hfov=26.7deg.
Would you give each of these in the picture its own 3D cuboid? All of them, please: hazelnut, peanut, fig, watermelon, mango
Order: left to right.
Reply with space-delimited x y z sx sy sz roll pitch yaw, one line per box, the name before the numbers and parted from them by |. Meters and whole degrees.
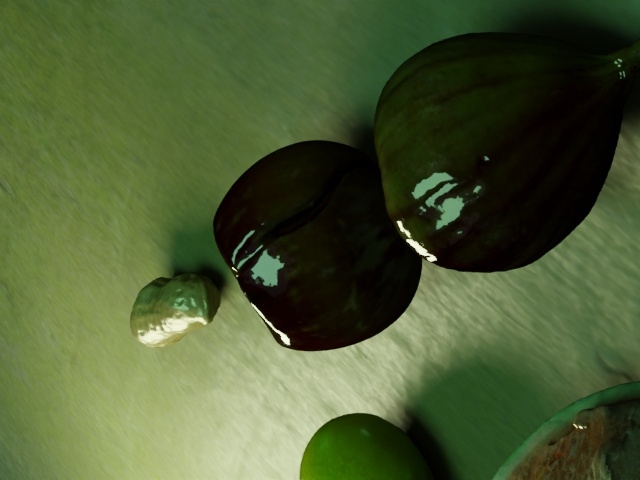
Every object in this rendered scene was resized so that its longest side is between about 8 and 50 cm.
peanut | -0.210 0.100 1.911 0.214 0.099 0.099 -18 100 59
hazelnut | 0.000 0.000 1.474 0.218 0.218 0.234 13 144 49
mango | 0.071 0.340 1.665 0.185 0.149 0.273 -2 118 52
fig | 0.188 -0.116 1.127 0.321 0.217 0.217 -40 81 39
watermelon | 0.343 0.273 1.221 0.292 0.222 0.319 27 -172 -8
